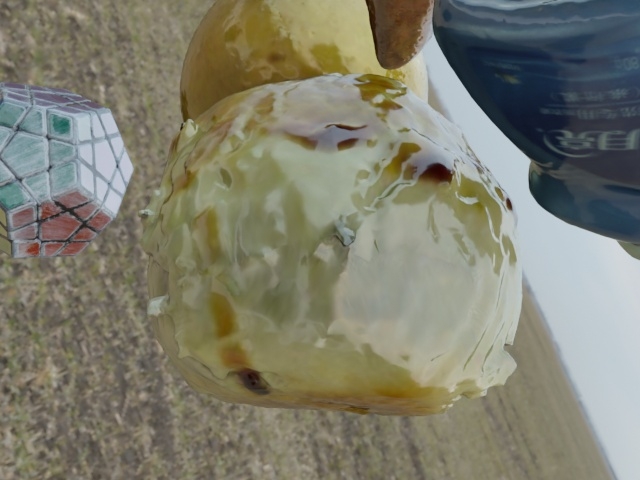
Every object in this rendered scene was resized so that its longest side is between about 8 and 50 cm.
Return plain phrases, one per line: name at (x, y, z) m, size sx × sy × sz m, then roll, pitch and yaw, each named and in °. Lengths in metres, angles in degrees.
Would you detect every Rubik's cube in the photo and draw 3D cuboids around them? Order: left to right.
Rubik's cube at (-0.488, -0.121, 1.535) m, size 0.264 × 0.319 × 0.319 m, roll 36°, pitch 25°, yaw -30°

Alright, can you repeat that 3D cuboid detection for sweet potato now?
sweet potato at (0.077, -0.240, 0.679) m, size 0.251 × 0.097 × 0.097 m, roll 94°, pitch -14°, yaw -46°

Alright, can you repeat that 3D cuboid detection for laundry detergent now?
laundry detergent at (0.178, -0.066, 0.519) m, size 0.290 × 0.143 × 0.094 m, roll 47°, pitch 48°, yaw -47°

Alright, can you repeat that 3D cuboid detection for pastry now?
pastry at (0.008, -0.006, 0.577) m, size 0.170 × 0.256 × 0.236 m, roll 58°, pitch 34°, yaw -79°

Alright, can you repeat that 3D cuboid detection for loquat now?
loquat at (-0.018, -0.203, 1.172) m, size 0.328 × 0.328 × 0.359 m, roll 59°, pitch 26°, yaw -26°
